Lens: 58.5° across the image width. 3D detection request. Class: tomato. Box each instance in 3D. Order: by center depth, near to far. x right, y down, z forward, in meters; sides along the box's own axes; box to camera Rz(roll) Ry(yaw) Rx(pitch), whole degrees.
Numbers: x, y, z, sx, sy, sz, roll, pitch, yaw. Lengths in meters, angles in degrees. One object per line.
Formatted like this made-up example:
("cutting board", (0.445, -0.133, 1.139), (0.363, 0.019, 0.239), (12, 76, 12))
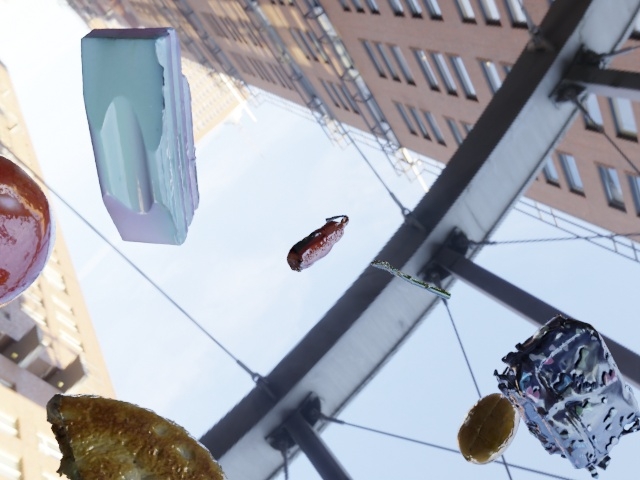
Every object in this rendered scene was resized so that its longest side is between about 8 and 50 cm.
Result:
("tomato", (-0.617, -0.023, 0.932), (0.324, 0.293, 0.290), (9, -114, 16))

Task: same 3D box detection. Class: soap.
("soap", (-0.254, -0.147, 0.840), (0.109, 0.324, 0.193), (3, -145, -2))

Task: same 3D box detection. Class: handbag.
("handbag", (0.387, 0.242, 0.897), (0.162, 0.260, 0.113), (-42, -161, -8))

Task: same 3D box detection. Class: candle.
("candle", (0.000, 0.000, 0.968), (0.048, 0.053, 0.162), (-7, -157, 45))

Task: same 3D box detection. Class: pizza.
("pizza", (-0.288, 0.347, 0.849), (0.086, 0.335, 0.226), (-62, 179, 28))

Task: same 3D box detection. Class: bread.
("bread", (0.368, 0.402, 1.249), (0.114, 0.078, 0.189), (6, -137, 48))

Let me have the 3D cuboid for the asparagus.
("asparagus", (0.142, 0.060, 0.894), (0.016, 0.162, 0.016), (8, -106, 64))
